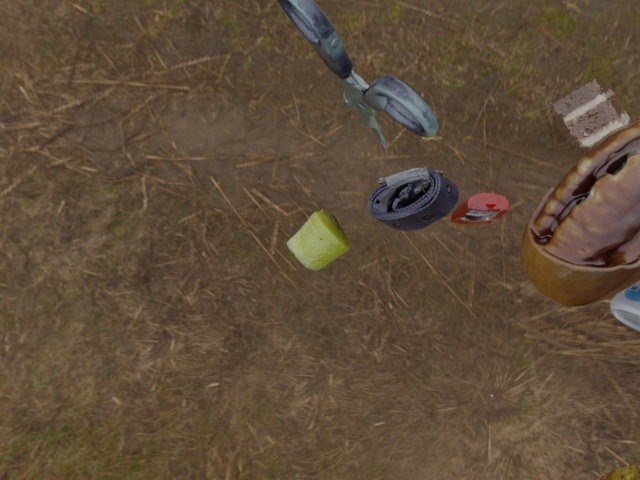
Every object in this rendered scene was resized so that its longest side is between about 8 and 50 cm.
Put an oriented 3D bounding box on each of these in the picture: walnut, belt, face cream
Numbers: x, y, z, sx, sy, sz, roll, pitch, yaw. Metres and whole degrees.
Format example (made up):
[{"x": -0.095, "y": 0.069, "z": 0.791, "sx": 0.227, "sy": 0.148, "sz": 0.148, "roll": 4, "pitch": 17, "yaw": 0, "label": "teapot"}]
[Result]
[{"x": 0.251, "y": -0.027, "z": 0.567, "sx": 0.116, "sy": 0.116, "sz": 0.207, "roll": 50, "pitch": 119, "yaw": 18, "label": "walnut"}, {"x": 0.249, "y": -0.105, "z": 1.818, "sx": 0.230, "sy": 0.126, "sz": 0.140, "roll": -18, "pitch": 60, "yaw": 37, "label": "belt"}, {"x": 0.859, "y": 0.093, "z": 1.656, "sx": 0.336, "sy": 0.080, "sz": 0.163, "roll": -39, "pitch": 41, "yaw": -21, "label": "face cream"}]

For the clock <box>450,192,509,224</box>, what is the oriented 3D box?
[{"x": 0.425, "y": -0.086, "z": 1.832, "sx": 0.113, "sy": 0.155, "sz": 0.061, "roll": 3, "pitch": 79, "yaw": -7, "label": "clock"}]

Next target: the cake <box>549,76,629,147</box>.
[{"x": 0.671, "y": -0.316, "z": 1.701, "sx": 0.134, "sy": 0.135, "sz": 0.147, "roll": -29, "pitch": 91, "yaw": 34, "label": "cake"}]

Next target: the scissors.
[{"x": 0.055, "y": -0.194, "z": 0.921, "sx": 0.256, "sy": 0.383, "sz": 0.029, "roll": 44, "pitch": 91, "yaw": 9, "label": "scissors"}]

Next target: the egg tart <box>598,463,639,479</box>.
[{"x": 0.412, "y": 0.462, "z": 0.956, "sx": 0.116, "sy": 0.295, "sz": 0.295, "roll": 27, "pitch": 85, "yaw": 12, "label": "egg tart"}]

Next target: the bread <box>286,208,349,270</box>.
[{"x": 0.000, "y": 0.000, "z": 1.507, "sx": 0.114, "sy": 0.129, "sz": 0.111, "roll": -39, "pitch": 81, "yaw": 13, "label": "bread"}]
